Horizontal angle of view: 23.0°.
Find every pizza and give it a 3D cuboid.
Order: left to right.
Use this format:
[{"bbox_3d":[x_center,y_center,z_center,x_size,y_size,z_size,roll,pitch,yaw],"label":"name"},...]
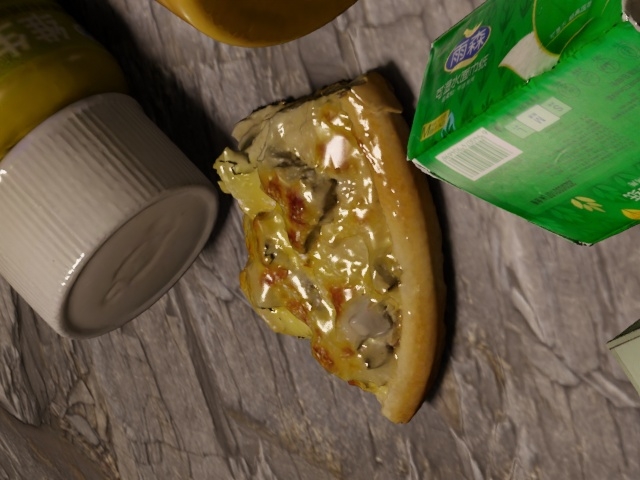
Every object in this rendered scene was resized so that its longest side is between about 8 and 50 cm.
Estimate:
[{"bbox_3d":[0.000,0.000,1.262,0.223,0.089,0.323,22,133,38],"label":"pizza"}]

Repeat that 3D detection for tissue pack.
[{"bbox_3d":[0.175,-0.113,0.905,0.148,0.156,0.209,26,151,-19],"label":"tissue pack"}]

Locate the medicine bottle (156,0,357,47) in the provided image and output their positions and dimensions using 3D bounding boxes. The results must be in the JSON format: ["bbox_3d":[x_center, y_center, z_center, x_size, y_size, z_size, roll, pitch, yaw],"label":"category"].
[{"bbox_3d":[-0.074,-0.275,0.984,0.232,0.238,0.238,37,142,28],"label":"medicine bottle"}]

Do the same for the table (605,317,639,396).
[{"bbox_3d":[0.294,0.041,0.879,0.111,0.121,0.240,56,147,2],"label":"table"}]

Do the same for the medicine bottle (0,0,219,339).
[{"bbox_3d":[-0.283,-0.105,1.409,0.384,0.224,0.224,44,145,19],"label":"medicine bottle"}]
